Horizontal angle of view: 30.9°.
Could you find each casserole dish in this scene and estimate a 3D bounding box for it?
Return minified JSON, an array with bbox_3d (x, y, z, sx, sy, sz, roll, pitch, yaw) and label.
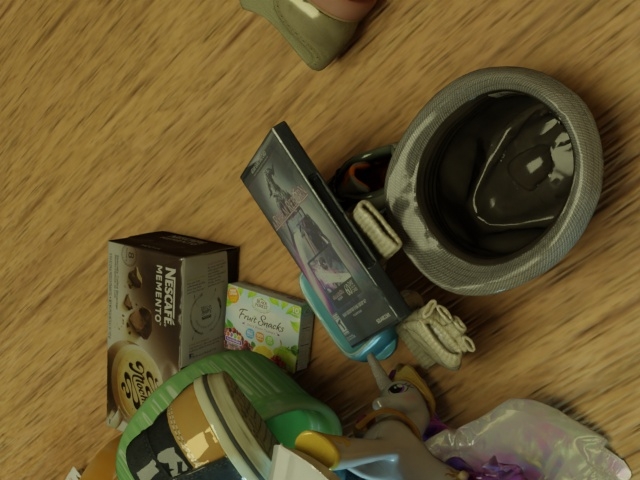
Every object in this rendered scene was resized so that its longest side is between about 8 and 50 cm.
[{"bbox_3d":[0.035,0.083,1.589,0.114,0.037,0.188,-46,69,34],"label":"casserole dish"}]

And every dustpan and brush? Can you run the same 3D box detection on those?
[{"bbox_3d":[0.025,0.313,1.197,0.211,0.060,0.147,16,108,18],"label":"dustpan and brush"}]

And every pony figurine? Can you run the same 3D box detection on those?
[{"bbox_3d":[0.142,0.293,1.380,0.351,0.363,0.303,40,113,9],"label":"pony figurine"}]

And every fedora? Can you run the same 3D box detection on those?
[{"bbox_3d":[0.220,-0.073,1.360,0.244,0.124,0.275,50,120,21],"label":"fedora"}]

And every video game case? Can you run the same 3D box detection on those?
[{"bbox_3d":[0.000,0.000,1.449,0.274,0.026,0.196,56,159,4],"label":"video game case"}]

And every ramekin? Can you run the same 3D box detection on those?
[{"bbox_3d":[-0.132,0.295,1.592,0.148,0.303,0.303,43,121,34],"label":"ramekin"}]

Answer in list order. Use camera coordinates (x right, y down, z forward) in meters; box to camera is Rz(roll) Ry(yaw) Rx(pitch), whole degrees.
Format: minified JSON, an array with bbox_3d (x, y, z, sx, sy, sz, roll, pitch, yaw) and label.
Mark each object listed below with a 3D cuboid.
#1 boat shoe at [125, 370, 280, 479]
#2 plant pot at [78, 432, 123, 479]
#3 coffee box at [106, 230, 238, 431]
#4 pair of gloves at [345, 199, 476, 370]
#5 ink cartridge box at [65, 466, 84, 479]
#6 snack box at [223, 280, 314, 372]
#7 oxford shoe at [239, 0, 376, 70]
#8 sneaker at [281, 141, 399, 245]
[{"bbox_3d":[-0.082,0.350,1.412,0.156,0.500,0.187,-30,44,-2],"label":"boat shoe"},{"bbox_3d":[-0.247,0.419,1.763,0.188,0.205,0.205,23,111,27],"label":"plant pot"},{"bbox_3d":[-0.226,0.147,1.753,0.168,0.119,0.297,12,104,38],"label":"coffee box"},{"bbox_3d":[0.090,0.068,1.437,0.240,0.042,0.204,52,164,-2],"label":"pair of gloves"},{"bbox_3d":[-0.421,0.431,2.008,0.048,0.028,0.083,46,122,24],"label":"ink cartridge box"},{"bbox_3d":[-0.076,0.123,1.682,0.141,0.037,0.100,15,104,36],"label":"snack box"},{"bbox_3d":[-0.096,-0.390,1.561,0.397,0.140,0.146,51,131,24],"label":"oxford shoe"},{"bbox_3d":[0.039,-0.061,1.507,0.271,0.108,0.100,-29,63,37],"label":"sneaker"}]
